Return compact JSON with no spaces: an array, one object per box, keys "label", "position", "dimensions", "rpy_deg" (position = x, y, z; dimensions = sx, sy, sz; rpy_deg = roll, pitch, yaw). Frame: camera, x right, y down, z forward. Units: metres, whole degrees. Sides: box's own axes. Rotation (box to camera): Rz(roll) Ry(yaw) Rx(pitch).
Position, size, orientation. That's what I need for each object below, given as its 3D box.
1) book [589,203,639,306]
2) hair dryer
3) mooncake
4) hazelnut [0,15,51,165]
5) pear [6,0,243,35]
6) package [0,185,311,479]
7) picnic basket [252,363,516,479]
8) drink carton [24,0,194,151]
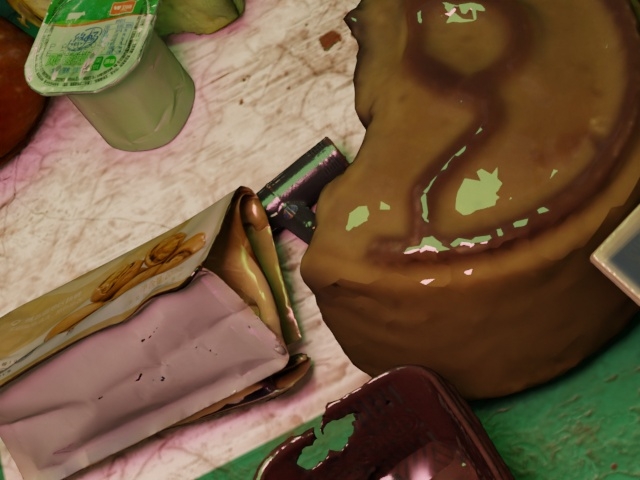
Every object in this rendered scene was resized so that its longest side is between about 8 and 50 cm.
[{"label":"book","position":[0.413,0.042,1.512],"dimensions":[0.322,0.018,0.228],"rpy_deg":[44,83,11]},{"label":"hair dryer","position":[-0.008,0.013,1.825],"dimensions":[0.173,0.050,0.195],"rpy_deg":[-40,54,2]},{"label":"mooncake","position":[0.136,-0.082,1.688],"dimensions":[0.393,0.246,0.394],"rpy_deg":[-33,51,-1]},{"label":"hazelnut","position":[-0.412,-0.180,2.048],"dimensions":[0.234,0.218,0.218],"rpy_deg":[23,71,35]},{"label":"pear","position":[-0.203,-0.367,2.090],"dimensions":[0.286,0.176,0.282],"rpy_deg":[-10,54,16]},{"label":"package","position":[-0.174,0.110,1.793],"dimensions":[0.311,0.165,0.221],"rpy_deg":[-28,18,18]},{"label":"picnic basket","position":[0.086,0.270,1.549],"dimensions":[0.222,0.129,0.297],"rpy_deg":[-35,50,4]},{"label":"drink carton","position":[-0.214,-0.175,1.985],"dimensions":[0.146,0.142,0.144],"rpy_deg":[2,58,27]}]
